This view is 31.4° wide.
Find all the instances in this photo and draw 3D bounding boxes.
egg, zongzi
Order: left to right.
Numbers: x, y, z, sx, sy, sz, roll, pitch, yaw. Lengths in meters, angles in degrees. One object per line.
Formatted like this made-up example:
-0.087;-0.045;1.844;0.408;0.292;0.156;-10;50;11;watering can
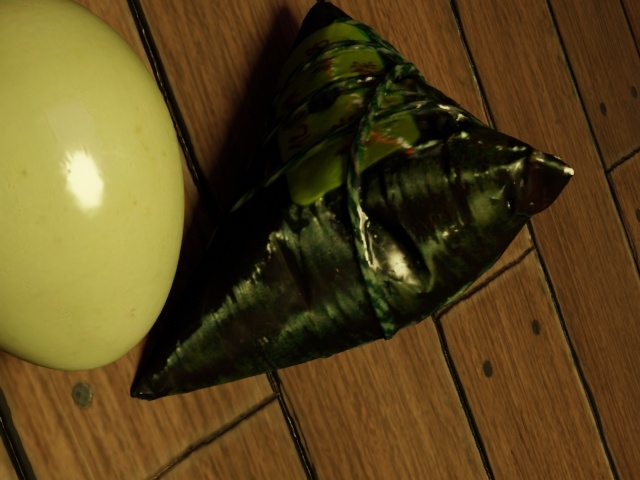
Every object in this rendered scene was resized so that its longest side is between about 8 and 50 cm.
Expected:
-0.182;-0.037;0.728;0.188;0.188;0.254;-27;104;-51;egg
0.000;0.000;0.969;0.319;0.362;0.383;59;2;-16;zongzi
